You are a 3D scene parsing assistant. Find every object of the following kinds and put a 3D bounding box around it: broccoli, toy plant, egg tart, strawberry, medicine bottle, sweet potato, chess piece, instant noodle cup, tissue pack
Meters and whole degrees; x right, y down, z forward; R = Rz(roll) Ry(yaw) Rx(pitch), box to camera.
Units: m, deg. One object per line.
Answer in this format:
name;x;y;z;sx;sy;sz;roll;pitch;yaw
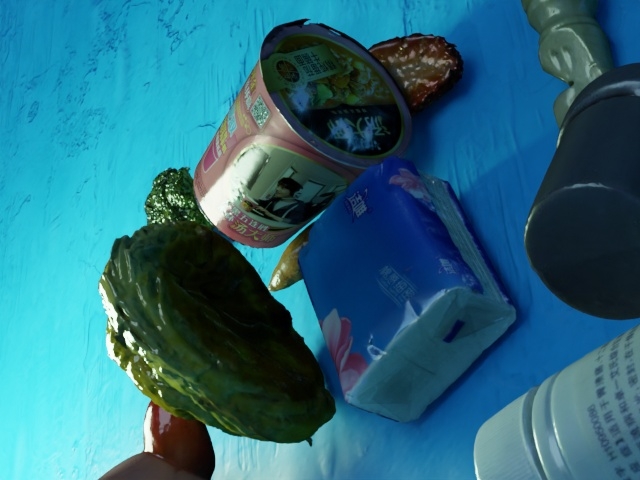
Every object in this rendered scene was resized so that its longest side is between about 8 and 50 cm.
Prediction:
broccoli;-0.202;-0.041;2.222;0.138;0.162;0.146;-35;40;-16
toy plant;0.327;-0.087;1.439;0.400;0.185;0.279;-50;-13;-46
egg tart;-0.131;0.131;1.805;0.153;0.339;0.351;-41;1;19
strawberry;0.120;-0.212;1.980;0.188;0.082;0.121;-11;83;36
medicine bottle;0.312;0.168;1.312;0.332;0.190;0.190;-36;40;33
sweet potato;-0.001;0.000;1.995;0.202;0.055;0.058;-43;59;24
chess piece;0.300;-0.220;1.740;0.090;0.090;0.200;-34;53;35
instant noodle cup;-0.042;-0.121;1.940;0.255;0.244;0.244;-45;34;40
tissue pack;0.091;0.050;1.752;0.209;0.137;0.270;-46;35;20

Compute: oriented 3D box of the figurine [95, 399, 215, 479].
figurine;-0.204;0.369;1.854;0.261;0.211;0.270;-44;-18;-40
